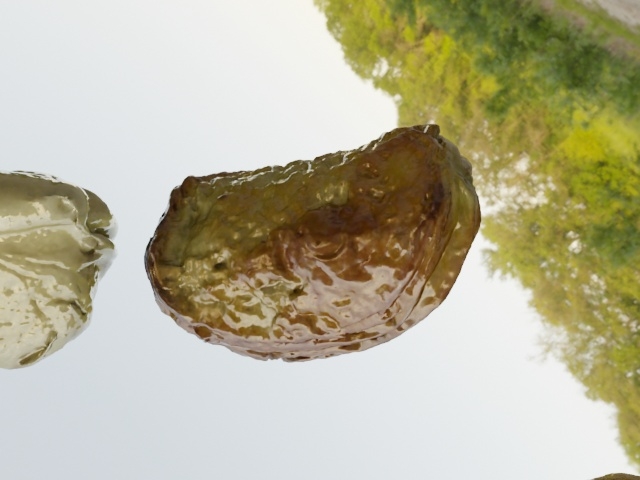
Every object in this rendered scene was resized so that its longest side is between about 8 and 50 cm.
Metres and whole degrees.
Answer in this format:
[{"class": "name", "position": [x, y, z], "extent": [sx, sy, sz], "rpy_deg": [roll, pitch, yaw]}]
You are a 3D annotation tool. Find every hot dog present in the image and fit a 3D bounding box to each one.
[{"class": "hot dog", "position": [-0.001, 0.002, 0.468], "extent": [0.114, 0.259, 0.175], "rpy_deg": [59, -147, -43]}]

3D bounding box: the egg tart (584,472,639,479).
[{"class": "egg tart", "position": [0.219, 0.231, 0.422], "extent": [0.052, 0.130, 0.130], "rpy_deg": [85, 164, -46]}]

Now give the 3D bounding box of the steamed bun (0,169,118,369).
[{"class": "steamed bun", "position": [-0.510, 0.032, 0.954], "extent": [0.325, 0.372, 0.230], "rpy_deg": [23, -164, -36]}]
